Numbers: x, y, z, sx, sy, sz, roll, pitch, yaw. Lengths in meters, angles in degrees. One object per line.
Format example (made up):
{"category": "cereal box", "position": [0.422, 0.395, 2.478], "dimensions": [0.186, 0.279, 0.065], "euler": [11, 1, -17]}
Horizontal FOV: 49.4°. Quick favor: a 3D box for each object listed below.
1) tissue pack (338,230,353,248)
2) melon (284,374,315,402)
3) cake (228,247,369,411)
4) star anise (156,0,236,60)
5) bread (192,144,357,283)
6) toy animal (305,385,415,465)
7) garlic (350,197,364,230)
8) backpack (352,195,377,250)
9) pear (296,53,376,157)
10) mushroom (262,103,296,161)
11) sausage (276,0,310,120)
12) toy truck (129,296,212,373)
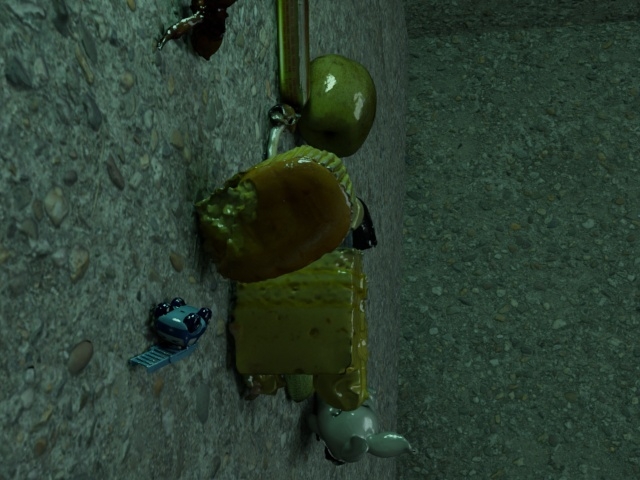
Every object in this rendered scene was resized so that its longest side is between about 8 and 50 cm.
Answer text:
{"category": "tissue pack", "position": [0.000, 0.000, 1.639], "dimensions": [0.316, 0.103, 0.227], "euler": [-12, 101, -75]}
{"category": "melon", "position": [-0.026, 0.300, 1.562], "dimensions": [0.160, 0.079, 0.128], "euler": [35, 54, -74]}
{"category": "cake", "position": [-0.025, 0.163, 1.260], "dimensions": [0.222, 0.228, 0.285], "euler": [35, 55, -74]}
{"category": "star anise", "position": [-0.192, -0.322, 0.997], "dimensions": [0.140, 0.144, 0.158], "euler": [35, -46, 48]}
{"category": "bread", "position": [-0.064, -0.038, 1.069], "dimensions": [0.178, 0.250, 0.133], "euler": [64, 17, -13]}
{"category": "toy animal", "position": [0.079, 0.443, 1.679], "dimensions": [0.325, 0.209, 0.154], "euler": [34, -65, 57]}
{"category": "garlic", "position": [0.082, -0.064, 1.684], "dimensions": [0.053, 0.041, 0.083], "euler": [22, 71, -68]}
{"category": "backpack", "position": [0.102, -0.046, 2.064], "dimensions": [0.120, 0.106, 0.165], "euler": [18, 50, -78]}
{"category": "pear", "position": [0.036, -0.317, 1.616], "dimensions": [0.228, 0.189, 0.211], "euler": [73, 28, -60]}
{"category": "mushroom", "position": [-0.086, -0.188, 1.405], "dimensions": [0.061, 0.060, 0.186], "euler": [68, 29, -73]}
{"category": "sausage", "position": [-0.057, -0.440, 1.492], "dimensions": [0.082, 0.082, 0.371], "euler": [-14, 104, -76]}
{"category": "toy truck", "position": [-0.198, 0.124, 0.919], "dimensions": [0.136, 0.063, 0.074], "euler": [-11, 119, -73]}
